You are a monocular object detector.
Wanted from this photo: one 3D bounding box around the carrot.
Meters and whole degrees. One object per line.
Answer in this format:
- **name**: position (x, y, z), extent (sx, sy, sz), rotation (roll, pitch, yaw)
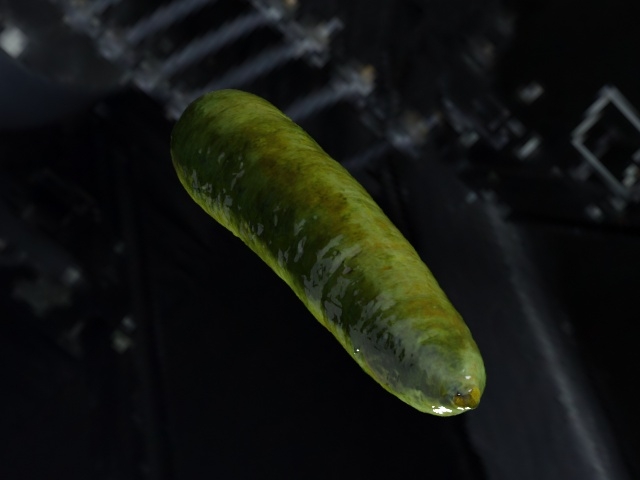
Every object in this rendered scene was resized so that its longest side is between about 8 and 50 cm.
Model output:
- **carrot**: position (0.000, 0.000, 0.977), extent (0.074, 0.074, 0.358), rotation (-47, -149, 2)
